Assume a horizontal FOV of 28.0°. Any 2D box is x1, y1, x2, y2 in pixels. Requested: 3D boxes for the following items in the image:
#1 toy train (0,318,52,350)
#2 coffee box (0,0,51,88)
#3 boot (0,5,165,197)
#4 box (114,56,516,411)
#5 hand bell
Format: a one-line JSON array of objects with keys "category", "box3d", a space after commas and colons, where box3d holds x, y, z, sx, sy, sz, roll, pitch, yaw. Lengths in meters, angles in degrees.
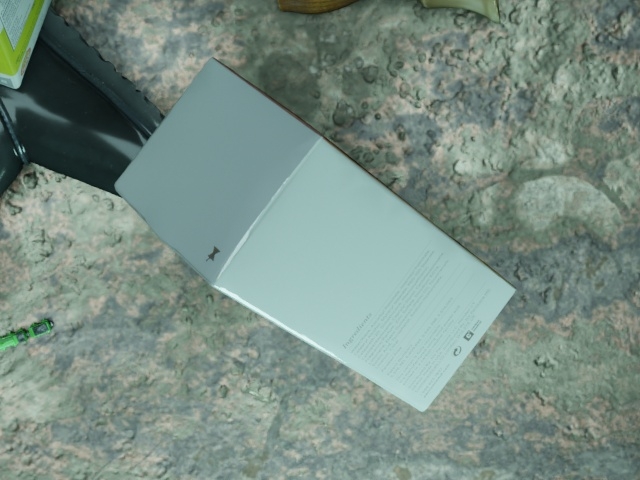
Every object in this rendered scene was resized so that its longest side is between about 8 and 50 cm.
[{"category": "toy train", "box3d": [-0.346, 0.111, 1.468, 0.083, 0.024, 0.017, -22, 96, -1]}, {"category": "coffee box", "box3d": [-0.399, -0.391, 1.181, 0.338, 0.334, 0.338, 18, 78, -2]}, {"category": "boot", "box3d": [-0.378, -0.021, 1.363, 0.367, 0.146, 0.445, 44, 80, 6]}, {"category": "box", "box3d": [0.000, 0.000, 1.302, 0.168, 0.215, 0.345, -53, 133, 3]}, {"category": "hand bell", "box3d": [0.072, -0.283, 1.430, 0.242, 0.126, 0.126, -9, 96, 10]}]
